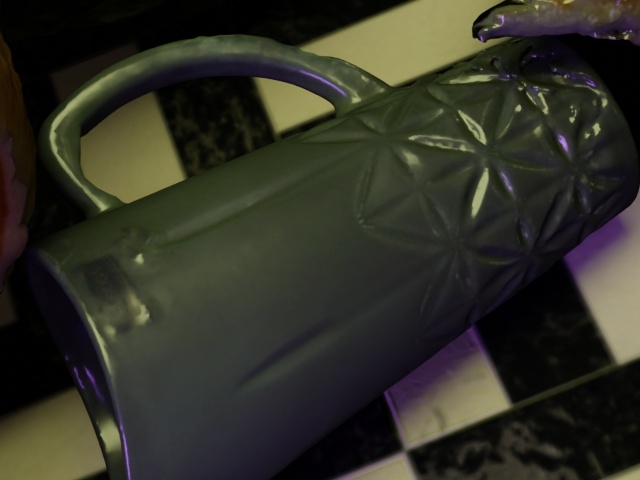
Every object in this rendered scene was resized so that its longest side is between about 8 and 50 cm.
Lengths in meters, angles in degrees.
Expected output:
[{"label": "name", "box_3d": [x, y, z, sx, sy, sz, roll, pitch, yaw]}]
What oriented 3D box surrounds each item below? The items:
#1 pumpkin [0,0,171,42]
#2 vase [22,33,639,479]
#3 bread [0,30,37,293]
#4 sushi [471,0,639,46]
[{"label": "pumpkin", "box_3d": [-0.184, -0.332, 1.076, 0.344, 0.454, 0.454, -1, 47, 56]}, {"label": "vase", "box_3d": [0.000, 0.000, 0.945, 0.301, 0.156, 0.251, -30, 81, -14]}, {"label": "bread", "box_3d": [-0.304, -0.045, 0.851, 0.398, 0.398, 0.215, -26, 59, -4]}, {"label": "sushi", "box_3d": [0.164, -0.182, 0.989, 0.184, 0.139, 0.274, 14, 20, 20]}]
